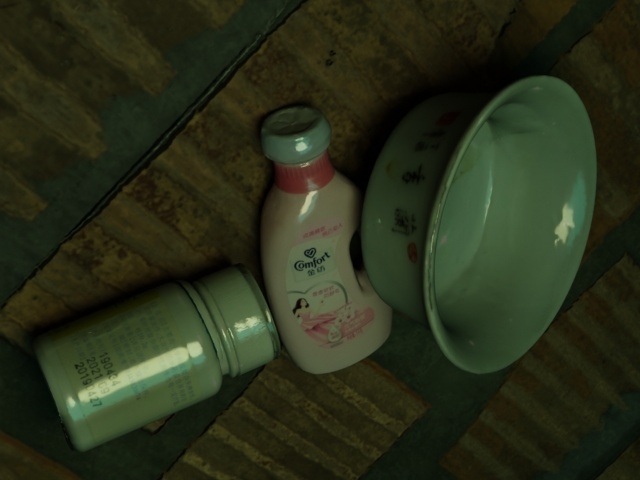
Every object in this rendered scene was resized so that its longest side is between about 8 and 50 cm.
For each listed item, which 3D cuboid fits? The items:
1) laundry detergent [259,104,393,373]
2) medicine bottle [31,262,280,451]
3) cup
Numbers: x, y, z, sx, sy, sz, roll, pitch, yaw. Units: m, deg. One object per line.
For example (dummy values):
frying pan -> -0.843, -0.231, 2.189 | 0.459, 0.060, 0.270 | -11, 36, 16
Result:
laundry detergent -> 0.000, 0.000, 1.505 | 0.159, 0.088, 0.335 | -27, 128, -20
medicine bottle -> -0.185, 0.128, 1.451 | 0.258, 0.143, 0.143 | -21, 127, -14
cup -> 0.167, -0.033, 1.490 | 0.347, 0.163, 0.347 | -22, 120, -44
